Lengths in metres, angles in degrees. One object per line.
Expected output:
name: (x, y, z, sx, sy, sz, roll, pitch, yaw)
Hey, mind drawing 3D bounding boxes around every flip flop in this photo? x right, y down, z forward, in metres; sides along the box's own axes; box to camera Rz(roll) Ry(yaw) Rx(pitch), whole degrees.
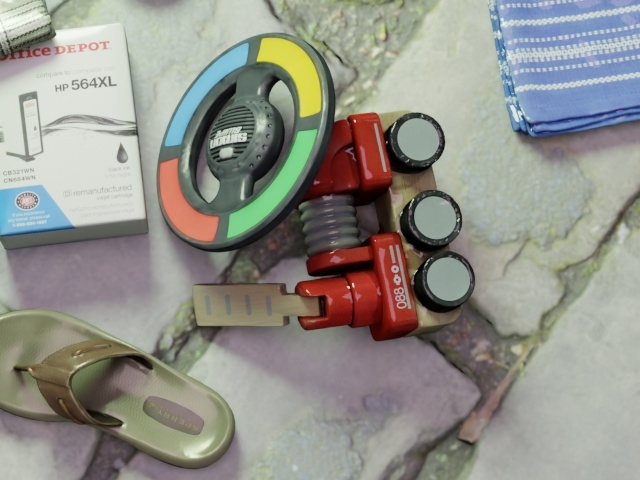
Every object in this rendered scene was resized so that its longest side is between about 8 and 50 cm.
flip flop: (-0.214, 0.143, 1.798, 0.277, 0.080, 0.112, 23, 79, 1)

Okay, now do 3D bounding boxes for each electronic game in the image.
electronic game: (-0.076, -0.097, 1.805, 0.048, 0.229, 0.229, 28, 74, -43)

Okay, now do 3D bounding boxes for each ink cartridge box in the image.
ink cartridge box: (-0.255, -0.104, 1.839, 0.148, 0.086, 0.203, -7, 80, -4)

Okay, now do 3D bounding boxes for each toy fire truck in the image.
toy fire truck: (0.000, 0.000, 1.820, 0.246, 0.158, 0.217, -9, 80, -16)

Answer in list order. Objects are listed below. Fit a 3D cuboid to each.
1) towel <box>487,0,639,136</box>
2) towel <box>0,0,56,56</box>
towel: (0.289, -0.282, 1.932, 0.243, 0.040, 0.336, -9, 80, -6)
towel: (-0.448, -0.287, 1.834, 0.312, 0.056, 0.324, -19, 63, -7)
